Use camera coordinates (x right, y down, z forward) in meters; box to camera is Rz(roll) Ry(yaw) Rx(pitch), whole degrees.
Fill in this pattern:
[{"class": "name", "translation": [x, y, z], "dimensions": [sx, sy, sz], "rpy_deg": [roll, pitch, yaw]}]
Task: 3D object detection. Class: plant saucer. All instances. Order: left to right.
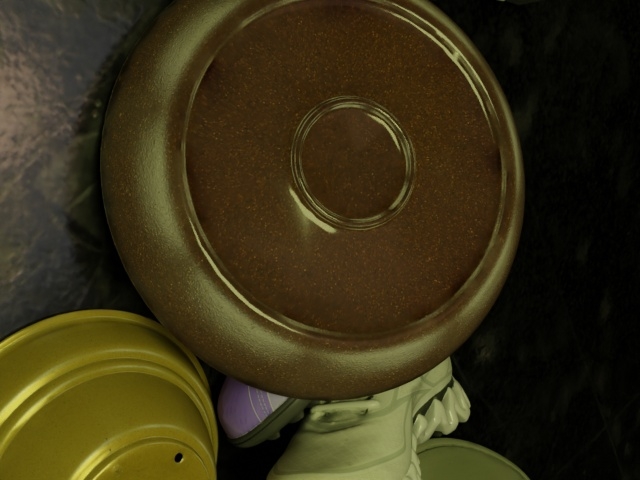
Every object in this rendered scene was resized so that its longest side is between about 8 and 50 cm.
[{"class": "plant saucer", "translation": [0.015, -0.048, 0.513], "dimensions": [0.310, 0.050, 0.311], "rpy_deg": [2, 85, -20]}]

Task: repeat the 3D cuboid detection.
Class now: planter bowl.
[{"class": "planter bowl", "translation": [-0.134, 0.159, 0.487], "dimensions": [0.217, 0.090, 0.217], "rpy_deg": [-12, 108, -40]}]

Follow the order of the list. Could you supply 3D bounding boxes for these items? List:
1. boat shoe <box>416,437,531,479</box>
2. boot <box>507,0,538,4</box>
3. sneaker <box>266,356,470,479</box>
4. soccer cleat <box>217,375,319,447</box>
[{"class": "boat shoe", "translation": [0.076, 0.267, 0.696], "dimensions": [0.340, 0.127, 0.113], "rpy_deg": [5, 135, -45]}, {"class": "boot", "translation": [0.234, -0.482, 0.637], "dimensions": [0.445, 0.146, 0.367], "rpy_deg": [-51, 137, -18]}, {"class": "sneaker", "translation": [0.036, 0.124, 0.596], "dimensions": [0.292, 0.110, 0.118], "rpy_deg": [-24, 108, -66]}, {"class": "soccer cleat", "translation": [0.000, 0.000, 0.581], "dimensions": [0.116, 0.108, 0.318], "rpy_deg": [38, 76, -17]}]
